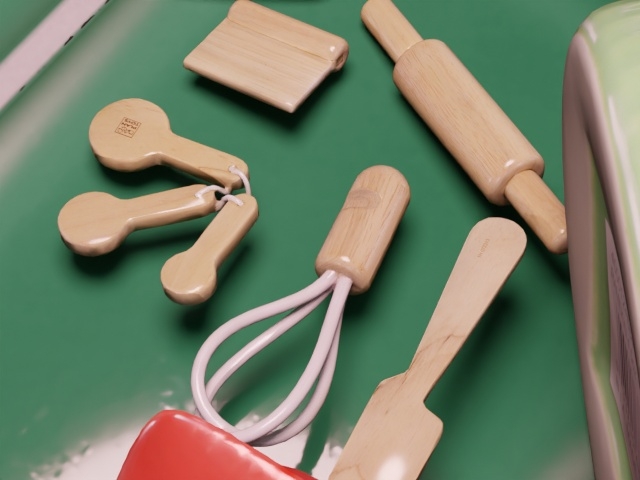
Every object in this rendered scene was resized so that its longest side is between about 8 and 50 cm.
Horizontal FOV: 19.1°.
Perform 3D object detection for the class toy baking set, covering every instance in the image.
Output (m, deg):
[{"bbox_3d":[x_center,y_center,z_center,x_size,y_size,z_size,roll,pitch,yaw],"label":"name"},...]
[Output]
[{"bbox_3d":[0.005,-0.004,0.807,0.197,0.030,0.256,-31,57,-16],"label":"toy baking set"}]

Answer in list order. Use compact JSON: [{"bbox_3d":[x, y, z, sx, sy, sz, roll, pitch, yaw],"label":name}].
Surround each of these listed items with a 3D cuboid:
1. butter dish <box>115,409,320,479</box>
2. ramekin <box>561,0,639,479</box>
[{"bbox_3d":[-0.006,0.153,0.705,0.160,0.118,0.159,32,110,19],"label":"butter dish"},{"bbox_3d":[0.174,0.046,0.661,0.148,0.303,0.303,-7,65,3],"label":"ramekin"}]
